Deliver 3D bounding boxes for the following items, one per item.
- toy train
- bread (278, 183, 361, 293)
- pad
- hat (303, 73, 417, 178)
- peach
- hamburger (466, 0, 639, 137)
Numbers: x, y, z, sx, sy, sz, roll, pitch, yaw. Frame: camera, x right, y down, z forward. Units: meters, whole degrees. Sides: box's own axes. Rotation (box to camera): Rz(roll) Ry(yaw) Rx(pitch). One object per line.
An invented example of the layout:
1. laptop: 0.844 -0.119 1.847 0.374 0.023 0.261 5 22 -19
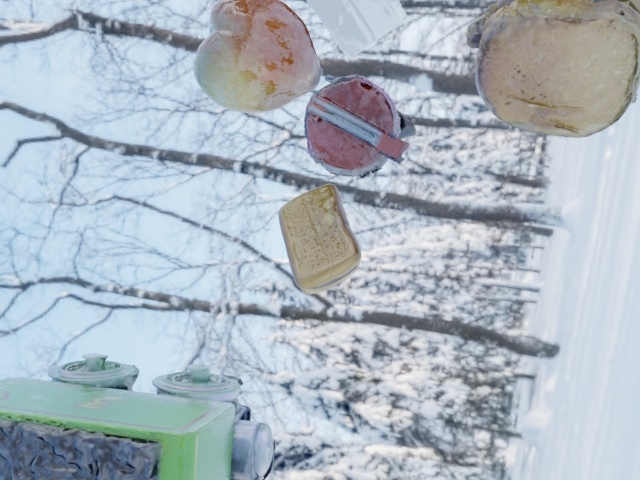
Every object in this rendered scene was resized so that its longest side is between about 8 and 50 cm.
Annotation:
1. toy train: -0.215 0.223 0.706 0.249 0.308 0.173 -2 -84 -77
2. bread: 0.000 0.000 1.105 0.200 0.116 0.077 -108 -7 -45
3. pad: 0.054 -0.506 1.388 0.232 0.157 0.004 51 -157 -20
4. hat: 0.067 -0.151 0.918 0.227 0.140 0.128 -26 -56 -72
5. peach: -0.107 -0.328 1.227 0.232 0.233 0.232 8 -90 -75
6. hamburger: 0.350 -0.279 0.947 0.260 0.245 0.211 -41 18 41
